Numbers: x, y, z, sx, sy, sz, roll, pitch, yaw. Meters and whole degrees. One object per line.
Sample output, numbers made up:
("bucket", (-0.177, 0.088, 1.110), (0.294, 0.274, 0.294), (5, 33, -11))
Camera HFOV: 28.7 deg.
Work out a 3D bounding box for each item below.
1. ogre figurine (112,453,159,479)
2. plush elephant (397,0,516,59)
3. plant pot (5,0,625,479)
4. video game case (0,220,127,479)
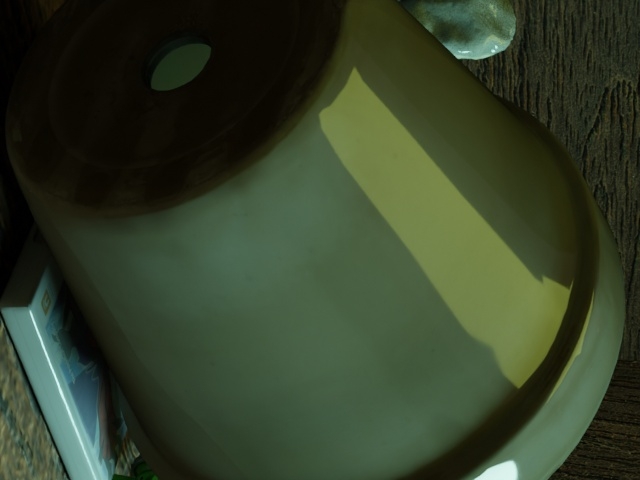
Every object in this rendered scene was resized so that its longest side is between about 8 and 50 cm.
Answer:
("ogre figurine", (-0.104, 0.175, 0.886), (0.197, 0.097, 0.118), (-38, -158, 39))
("plush elephant", (0.057, -0.257, 1.197), (0.330, 0.255, 0.272), (39, 49, -76))
("plant pot", (-0.016, -0.017, 0.699), (0.280, 0.323, 0.323), (55, 35, -49))
("video game case", (-0.144, 0.038, 0.809), (0.201, 0.023, 0.183), (84, 13, -47))
